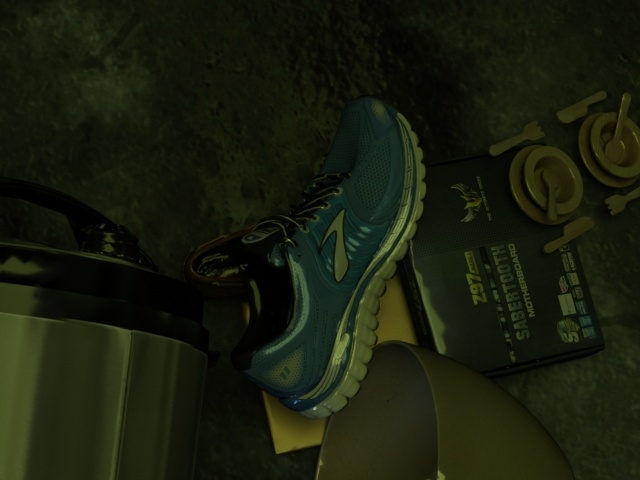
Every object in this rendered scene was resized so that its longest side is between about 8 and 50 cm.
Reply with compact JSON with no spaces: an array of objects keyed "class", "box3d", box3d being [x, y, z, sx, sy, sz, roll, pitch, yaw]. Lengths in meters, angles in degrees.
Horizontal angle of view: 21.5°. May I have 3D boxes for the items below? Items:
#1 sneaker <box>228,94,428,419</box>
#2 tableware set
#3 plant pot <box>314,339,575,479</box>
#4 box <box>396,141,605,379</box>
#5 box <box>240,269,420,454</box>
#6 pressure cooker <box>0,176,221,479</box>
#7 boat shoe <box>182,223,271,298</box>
[{"class":"sneaker","box3d":[0.000,0.000,1.651,0.147,0.130,0.330,26,70,-26]},{"class":"tableware set","box3d":[0.278,-0.082,1.763,0.194,0.039,0.128,-28,87,-34]},{"class":"plant pot","box3d":[0.132,0.251,1.616,0.191,0.284,0.284,12,76,-21]},{"class":"box","box3d":[0.176,0.026,1.751,0.183,0.059,0.232,-11,77,-15]},{"class":"box","box3d":[0.032,0.124,1.749,0.201,0.021,0.164,-12,78,-7]},{"class":"pressure cooker","box3d":[-0.283,0.155,1.541,0.376,0.370,0.420,7,80,-7]},{"class":"boat shoe","box3d":[-0.041,0.014,1.743,0.207,0.073,0.073,-17,76,-10]}]
